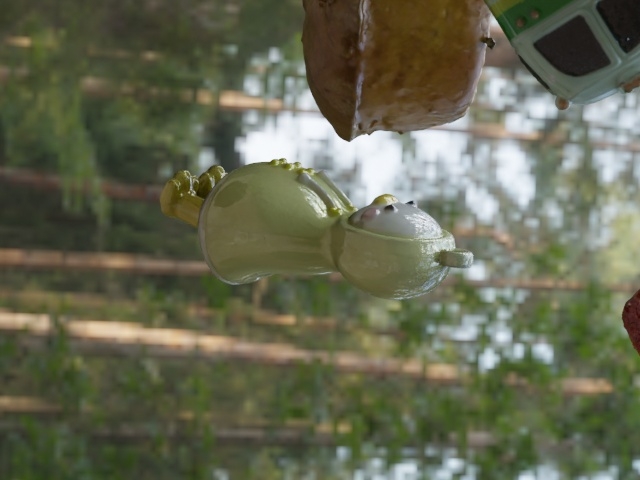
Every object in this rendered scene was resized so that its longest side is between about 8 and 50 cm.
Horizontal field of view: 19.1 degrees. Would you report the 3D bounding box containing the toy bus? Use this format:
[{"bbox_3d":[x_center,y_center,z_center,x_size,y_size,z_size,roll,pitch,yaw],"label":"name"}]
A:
[{"bbox_3d":[0.195,-0.188,1.381,0.165,0.133,0.276,59,15,-1],"label":"toy bus"}]

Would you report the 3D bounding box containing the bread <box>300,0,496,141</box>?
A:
[{"bbox_3d":[0.083,-0.264,1.798,0.179,0.194,0.340,157,-60,-82],"label":"bread"}]

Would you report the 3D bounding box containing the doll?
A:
[{"bbox_3d":[0.002,-0.012,1.668,0.141,0.296,0.117,-1,95,-60],"label":"doll"}]

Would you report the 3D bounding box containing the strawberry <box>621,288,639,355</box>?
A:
[{"bbox_3d":[0.433,0.074,2.177,0.188,0.121,0.082,-44,-132,25],"label":"strawberry"}]
